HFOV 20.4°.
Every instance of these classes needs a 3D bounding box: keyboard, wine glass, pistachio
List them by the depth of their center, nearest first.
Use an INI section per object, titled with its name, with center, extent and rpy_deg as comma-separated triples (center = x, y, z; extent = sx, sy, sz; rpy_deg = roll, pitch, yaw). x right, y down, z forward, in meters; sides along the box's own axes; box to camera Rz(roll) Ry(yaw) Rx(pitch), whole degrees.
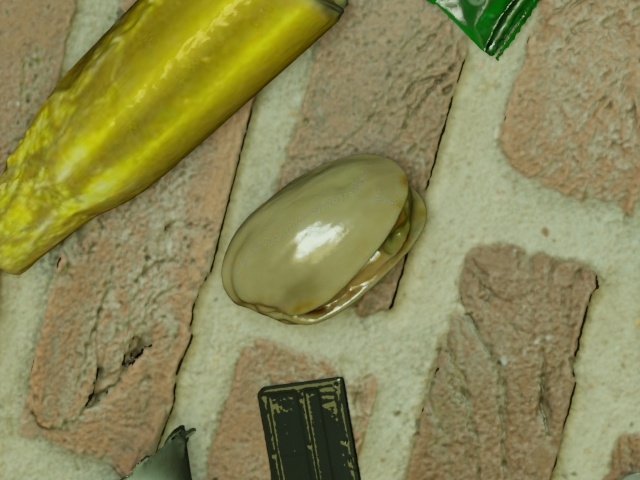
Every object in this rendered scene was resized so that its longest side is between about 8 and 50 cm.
[pistachio]
center = 0.000, 0.000, 1.774
extent = 0.215, 0.144, 0.144
rpy_deg = -35, 94, 1
[wine glass]
center = -0.121, 0.322, 1.820
extent = 0.156, 0.156, 0.232
rpy_deg = -43, 86, 11
[keyboard]
center = 0.010, 0.334, 1.878
extent = 0.103, 0.041, 0.381
rpy_deg = -8, 92, 9

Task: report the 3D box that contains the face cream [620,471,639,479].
[face cream]
center = 0.324, 0.391, 1.831
extent = 0.143, 0.089, 0.314
rpy_deg = 7, 111, 6

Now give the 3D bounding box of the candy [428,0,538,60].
[candy]
center = 0.133, -0.286, 1.738
extent = 0.203, 0.078, 0.141
rpy_deg = 30, 113, -11

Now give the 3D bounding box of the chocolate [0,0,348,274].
[chocolate]
center = -0.184, -0.141, 1.759
extent = 0.445, 0.162, 0.162
rpy_deg = -42, 92, 13
